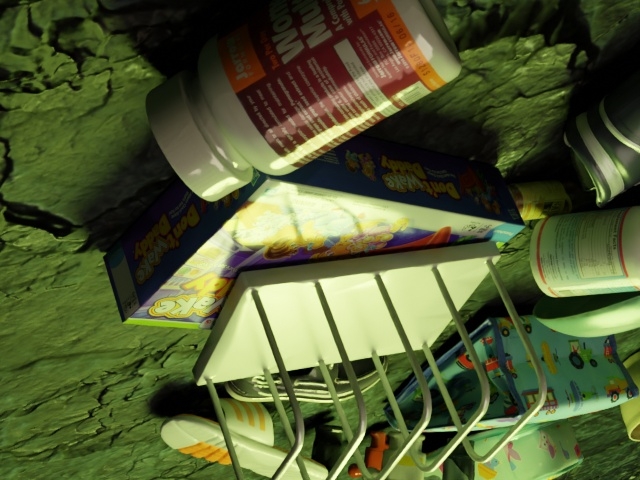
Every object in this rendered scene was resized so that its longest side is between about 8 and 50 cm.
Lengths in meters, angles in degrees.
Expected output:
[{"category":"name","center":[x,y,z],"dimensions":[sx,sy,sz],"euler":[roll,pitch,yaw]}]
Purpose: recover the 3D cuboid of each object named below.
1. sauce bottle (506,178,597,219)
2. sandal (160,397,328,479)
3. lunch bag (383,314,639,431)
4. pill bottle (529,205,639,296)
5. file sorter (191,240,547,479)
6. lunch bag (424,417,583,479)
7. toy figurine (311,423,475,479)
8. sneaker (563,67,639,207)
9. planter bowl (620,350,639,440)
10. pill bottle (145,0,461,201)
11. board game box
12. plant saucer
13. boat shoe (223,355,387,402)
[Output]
[{"category":"sauce bottle","center":[0.251,-0.046,1.376],"dimensions":[0.128,0.042,0.042],"euler":[-7,149,-24]},{"category":"sandal","center":[-0.094,0.244,1.620],"dimensions":[0.102,0.076,0.265],"euler":[-15,149,40]},{"category":"lunch bag","center":[0.245,0.210,1.759],"dimensions":[0.221,0.138,0.293],"euler":[-2,158,-35]},{"category":"pill bottle","center":[0.303,0.010,1.310],"dimensions":[0.160,0.087,0.087],"euler":[-7,165,37]},{"category":"file sorter","center":[0.047,0.135,1.251],"dimensions":[0.277,0.173,0.193],"euler":[-6,149,-25]},{"category":"lunch bag","center":[0.252,0.348,1.968],"dimensions":[0.279,0.108,0.224],"euler":[-24,170,27]},{"category":"toy figurine","center":[0.098,0.339,1.769],"dimensions":[0.209,0.148,0.213],"euler":[-1,169,38]},{"category":"sneaker","center":[0.354,-0.090,1.306],"dimensions":[0.153,0.099,0.282],"euler":[-36,145,24]},{"category":"planter bowl","center":[0.530,0.225,1.976],"dimensions":[0.162,0.109,0.162],"euler":[-17,153,-9]},{"category":"pill bottle","center":[-0.015,-0.125,0.969],"dimensions":[0.221,0.121,0.121],"euler":[-29,151,14]},{"category":"board game box","center":[0.000,0.000,1.248],"dimensions":[0.347,0.078,0.233],"euler":[8,141,-43]},{"category":"plant saucer","center":[0.394,0.034,1.445],"dimensions":[0.317,0.044,0.317],"euler":[-27,-176,2]},{"category":"boat shoe","center":[-0.010,0.148,1.512],"dimensions":[0.206,0.075,0.065],"euler":[-5,152,-19]}]
